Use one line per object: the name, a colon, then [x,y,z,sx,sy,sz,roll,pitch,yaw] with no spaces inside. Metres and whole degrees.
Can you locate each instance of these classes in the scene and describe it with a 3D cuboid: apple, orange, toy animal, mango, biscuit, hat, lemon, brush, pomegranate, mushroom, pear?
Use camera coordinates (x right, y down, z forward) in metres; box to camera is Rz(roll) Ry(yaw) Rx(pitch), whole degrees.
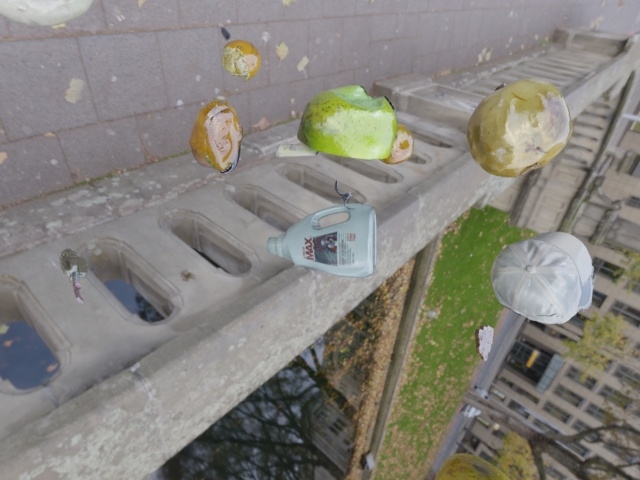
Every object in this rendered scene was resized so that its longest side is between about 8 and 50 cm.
apple: [0.310,-0.412,1.706,0.182,0.182,0.155,-33,123,-37]
orange: [-0.302,-0.685,1.537,0.156,0.156,0.134,-48,156,-19]
toy animal: [0.060,-0.109,0.978,0.028,0.084,0.050,-30,176,9]
mango: [-0.411,-0.410,1.587,0.201,0.152,0.287,-1,121,-35]
biscuit: [0.541,0.327,1.327,0.130,0.019,0.119,-28,108,-43]
hat: [0.530,0.063,0.945,0.275,0.232,0.161,-31,143,-26]
lemon: [0.321,0.540,0.817,0.170,0.207,0.170,-7,104,-30]
brush: [-0.834,0.126,1.364,0.071,0.301,0.084,-38,133,-10]
pomegranate: [0.670,-0.384,1.381,0.332,0.332,0.333,-35,141,-35]
mushroom: [-0.734,-0.680,0.996,0.315,0.356,0.315,-16,140,-13]
pear: [0.052,-0.342,1.133,0.292,0.292,0.159,-25,137,-43]

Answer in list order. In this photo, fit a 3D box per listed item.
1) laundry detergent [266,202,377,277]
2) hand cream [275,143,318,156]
laundry detergent: [0.000,0.000,1.460,0.124,0.397,0.264,-1,91,-73]
hand cream: [-0.067,-0.271,1.206,0.061,0.143,0.039,-67,151,-45]
